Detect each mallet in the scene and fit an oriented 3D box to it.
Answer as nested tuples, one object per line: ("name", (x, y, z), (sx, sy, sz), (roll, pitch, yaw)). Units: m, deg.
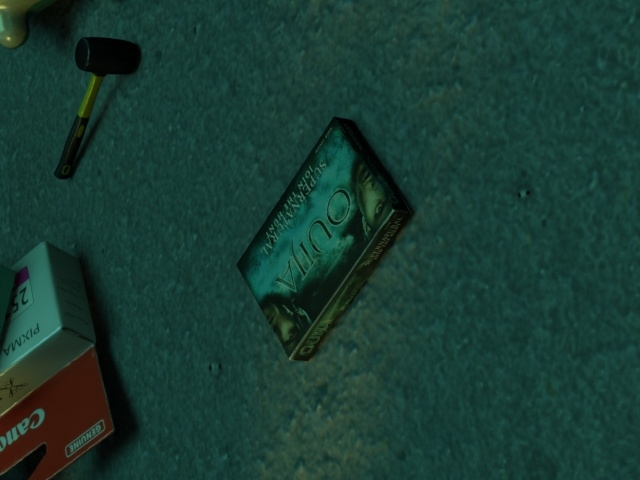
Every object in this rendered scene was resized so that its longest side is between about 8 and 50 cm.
("mallet", (-0.249, -0.144, 1.715), (0.039, 0.062, 0.190), (59, 142, 38))

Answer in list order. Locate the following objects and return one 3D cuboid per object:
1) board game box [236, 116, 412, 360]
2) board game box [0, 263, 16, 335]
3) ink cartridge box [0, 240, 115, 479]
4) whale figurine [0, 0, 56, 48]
("board game box", (0.000, 0.000, 1.396), (0.186, 0.026, 0.126), (-56, 46, 29))
("board game box", (-0.436, 0.111, 1.719), (0.210, 0.047, 0.160), (-9, 61, 39))
("ink cartridge box", (-0.356, 0.172, 1.693), (0.275, 0.060, 0.239), (-37, 47, 20))
("whale figurine", (-0.327, -0.322, 1.778), (0.272, 0.141, 0.216), (3, 88, 26))
